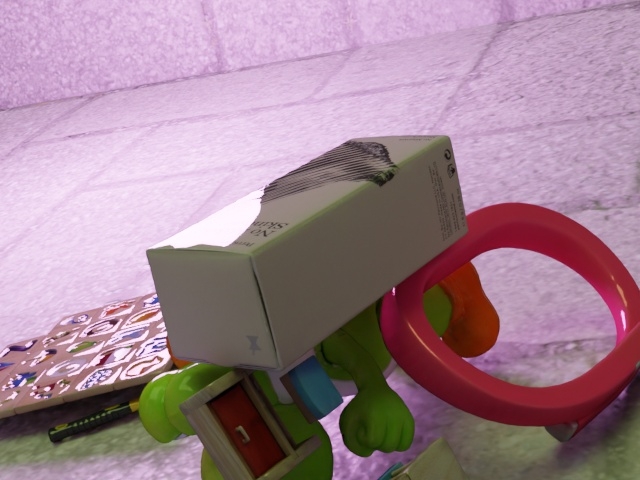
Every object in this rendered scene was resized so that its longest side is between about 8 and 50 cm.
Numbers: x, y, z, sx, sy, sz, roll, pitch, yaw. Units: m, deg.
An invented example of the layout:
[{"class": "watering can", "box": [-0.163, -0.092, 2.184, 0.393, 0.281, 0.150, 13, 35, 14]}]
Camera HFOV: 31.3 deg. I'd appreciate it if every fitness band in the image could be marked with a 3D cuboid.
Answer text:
[{"class": "fitness band", "box": [0.180, 0.064, 1.003, 0.209, 0.054, 0.291, 39, 41, 21]}]

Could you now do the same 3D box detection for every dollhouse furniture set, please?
[{"class": "dollhouse furniture set", "box": [-0.004, 0.161, 0.781, 0.129, 0.183, 0.129, -36, -5, 32]}]

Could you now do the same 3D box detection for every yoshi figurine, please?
[{"class": "yoshi figurine", "box": [0.002, 0.134, 1.010, 0.203, 0.203, 0.362, 41, 38, 25]}]

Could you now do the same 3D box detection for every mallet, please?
[{"class": "mallet", "box": [-0.186, 0.171, 1.168, 0.190, 0.039, 0.062, -23, 19, -8]}]

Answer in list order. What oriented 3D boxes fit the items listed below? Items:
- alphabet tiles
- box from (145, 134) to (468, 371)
[{"class": "alphabet tiles", "box": [-0.243, 0.118, 1.306, 0.343, 0.011, 0.285, -15, 15, 13]}, {"class": "box", "box": [0.000, 0.000, 0.906, 0.113, 0.094, 0.275, 1, 22, 37]}]
